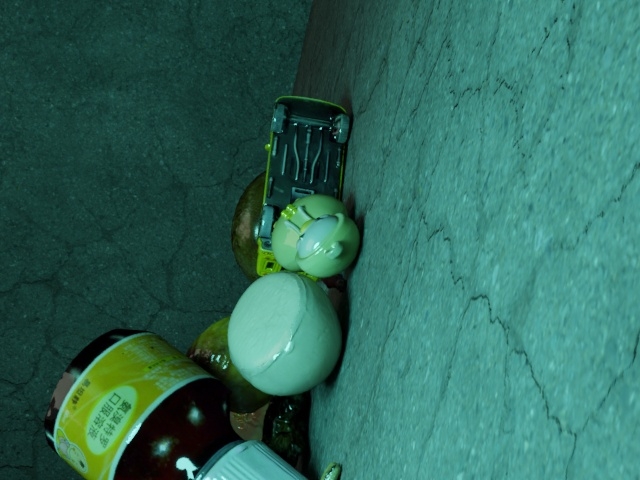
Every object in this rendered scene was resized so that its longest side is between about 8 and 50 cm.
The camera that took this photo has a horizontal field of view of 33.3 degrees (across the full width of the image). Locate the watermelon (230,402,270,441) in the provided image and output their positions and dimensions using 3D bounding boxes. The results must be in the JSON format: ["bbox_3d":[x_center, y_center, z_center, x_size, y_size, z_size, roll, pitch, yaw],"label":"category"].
[{"bbox_3d":[-0.116,0.317,2.161,0.145,0.137,0.193,-30,37,31],"label":"watermelon"}]

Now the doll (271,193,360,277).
[{"bbox_3d":[-0.008,-0.009,1.658,0.141,0.117,0.296,-42,8,-4],"label":"doll"}]

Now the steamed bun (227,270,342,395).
[{"bbox_3d":[-0.045,0.142,1.596,0.177,0.130,0.228,-56,27,0],"label":"steamed bun"}]

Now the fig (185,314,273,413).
[{"bbox_3d":[-0.108,0.176,1.770,0.257,0.159,0.159,-41,-23,-44],"label":"fig"}]

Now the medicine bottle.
[{"bbox_3d":[-0.195,0.307,1.564,0.242,0.395,0.242,-43,-32,-35],"label":"medicine bottle"}]

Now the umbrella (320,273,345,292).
[{"bbox_3d":[0.020,0.065,1.708,0.027,0.025,0.165,-60,9,-3],"label":"umbrella"}]

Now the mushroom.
[{"bbox_3d":[-0.091,-0.028,2.119,0.253,0.153,0.253,12,-90,-78],"label":"mushroom"}]

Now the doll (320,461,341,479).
[{"bbox_3d":[-0.006,0.330,1.381,0.061,0.051,0.093,104,177,-83],"label":"doll"}]

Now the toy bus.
[{"bbox_3d":[-0.036,-0.096,1.931,0.152,0.144,0.330,111,166,-60],"label":"toy bus"}]

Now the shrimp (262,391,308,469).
[{"bbox_3d":[-0.036,0.241,1.732,0.365,0.071,0.233,-81,10,-61],"label":"shrimp"}]
